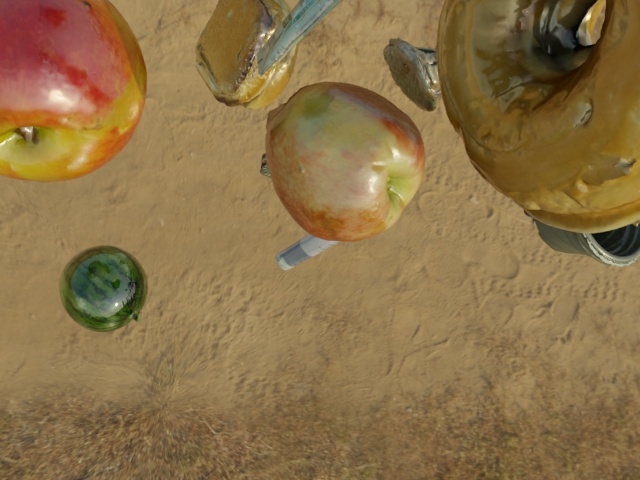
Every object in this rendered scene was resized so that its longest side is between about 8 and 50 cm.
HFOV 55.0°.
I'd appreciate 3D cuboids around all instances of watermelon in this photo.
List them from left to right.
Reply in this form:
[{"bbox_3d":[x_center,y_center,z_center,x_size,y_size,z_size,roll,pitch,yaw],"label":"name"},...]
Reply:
[{"bbox_3d":[-0.466,0.113,1.354,0.215,0.188,0.188,37,69,9],"label":"watermelon"}]

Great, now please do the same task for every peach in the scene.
[{"bbox_3d":[-0.497,-0.298,1.081,0.389,0.388,0.387,4,74,-14],"label":"peach"},{"bbox_3d":[0.021,-0.127,0.918,0.257,0.232,0.232,30,67,27],"label":"peach"}]

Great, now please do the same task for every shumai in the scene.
[{"bbox_3d":[0.249,-0.420,1.483,0.120,0.201,0.201,-37,87,-3],"label":"shumai"}]

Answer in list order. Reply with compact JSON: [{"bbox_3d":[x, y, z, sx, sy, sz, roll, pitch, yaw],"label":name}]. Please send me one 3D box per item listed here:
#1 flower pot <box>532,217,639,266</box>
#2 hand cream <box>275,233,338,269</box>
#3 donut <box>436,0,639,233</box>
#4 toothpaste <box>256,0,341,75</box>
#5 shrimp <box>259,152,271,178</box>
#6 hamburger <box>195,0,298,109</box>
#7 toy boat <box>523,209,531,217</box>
[{"bbox_3d":[0.492,-0.057,1.149,0.236,0.141,0.235,8,75,-33],"label":"flower pot"},{"bbox_3d":[0.000,0.000,1.378,0.079,0.255,0.048,6,61,-48],"label":"hand cream"},{"bbox_3d":[0.292,-0.222,0.653,0.198,0.449,0.448,-7,77,-25],"label":"donut"},{"bbox_3d":[-0.008,-0.298,0.784,0.041,0.218,0.064,32,32,-35],"label":"toothpaste"},{"bbox_3d":[-0.025,-0.132,1.328,0.253,0.173,0.058,15,89,-24],"label":"shrimp"},{"bbox_3d":[-0.182,-0.490,1.537,0.174,0.284,0.304,0,47,-39],"label":"hamburger"},{"bbox_3d":[0.466,-0.120,1.314,0.069,0.059,0.172,31,59,-39],"label":"toy boat"}]
